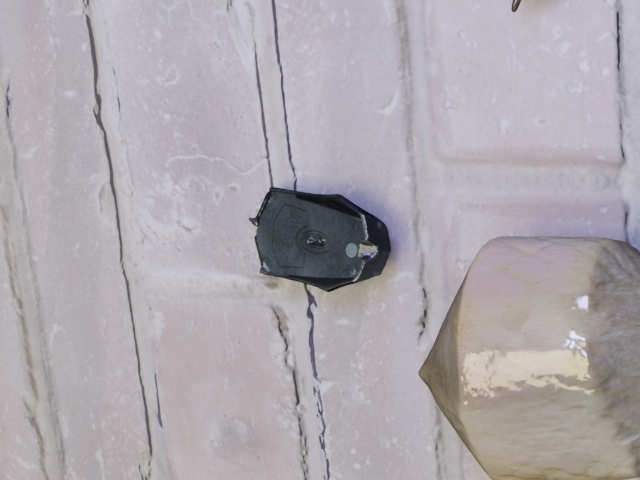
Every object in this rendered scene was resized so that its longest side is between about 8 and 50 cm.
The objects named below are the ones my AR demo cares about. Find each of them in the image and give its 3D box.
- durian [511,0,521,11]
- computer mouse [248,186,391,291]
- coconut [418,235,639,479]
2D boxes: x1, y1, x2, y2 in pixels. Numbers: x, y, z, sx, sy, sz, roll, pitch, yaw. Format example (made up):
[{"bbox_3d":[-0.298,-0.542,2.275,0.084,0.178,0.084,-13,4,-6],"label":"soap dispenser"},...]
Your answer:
[{"bbox_3d":[0.244,-0.323,1.652,0.110,0.071,0.140,23,104,19],"label":"durian"},{"bbox_3d":[0.002,-0.002,1.916,0.231,0.071,0.126,8,97,39],"label":"computer mouse"},{"bbox_3d":[0.260,0.143,1.681,0.329,0.329,0.328,11,112,29],"label":"coconut"}]
